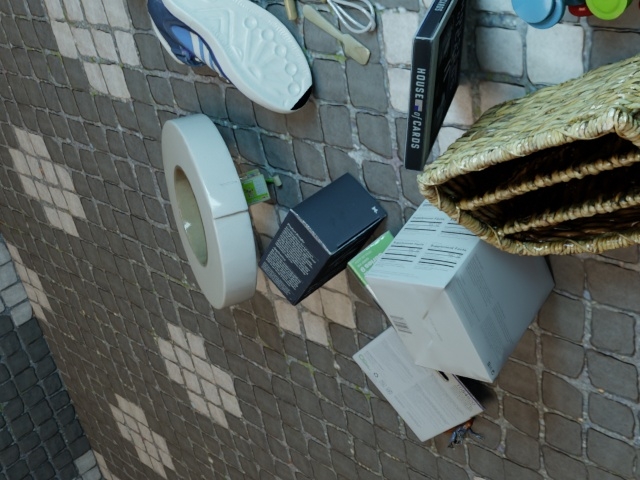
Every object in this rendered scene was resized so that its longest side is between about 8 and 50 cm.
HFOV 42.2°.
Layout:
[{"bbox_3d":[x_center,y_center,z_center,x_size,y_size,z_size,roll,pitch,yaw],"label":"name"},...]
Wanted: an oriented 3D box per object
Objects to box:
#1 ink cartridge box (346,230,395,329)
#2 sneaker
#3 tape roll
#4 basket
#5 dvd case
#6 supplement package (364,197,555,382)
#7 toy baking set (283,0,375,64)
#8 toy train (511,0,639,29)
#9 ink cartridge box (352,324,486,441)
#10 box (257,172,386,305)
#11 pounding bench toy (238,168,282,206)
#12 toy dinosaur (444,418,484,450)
[{"bbox_3d":[0.142,0.096,1.394,0.212,0.093,0.154,51,179,3],"label":"ink cartridge box"},{"bbox_3d":[-0.165,-0.337,1.452,0.323,0.130,0.236,42,168,-11],"label":"sneaker"},{"bbox_3d":[-0.224,-0.056,1.640,0.392,0.072,0.392,164,90,-72],"label":"tape roll"},{"bbox_3d":[0.307,-0.067,0.992,0.299,0.223,0.213,-15,110,47],"label":"basket"},{"bbox_3d":[0.151,-0.225,1.059,0.029,0.238,0.179,12,130,15],"label":"dvd case"},{"bbox_3d":[0.208,0.058,1.211,0.149,0.203,0.194,7,137,46],"label":"supplement package"},{"bbox_3d":[0.000,-0.394,1.264,0.197,0.030,0.256,20,132,39],"label":"toy baking set"},{"bbox_3d":[0.337,-0.276,0.874,0.248,0.143,0.105,14,128,43],"label":"toy train"},{"bbox_3d":[0.189,0.256,1.563,0.223,0.045,0.224,51,144,5],"label":"ink cartridge box"},{"bbox_3d":[0.000,0.000,1.482,0.108,0.153,0.207,48,143,11],"label":"box"},{"bbox_3d":[-0.121,-0.110,1.622,0.065,0.083,0.052,-128,20,-68],"label":"pounding bench toy"},{"bbox_3d":[0.262,0.359,1.571,0.090,0.047,0.082,39,124,38],"label":"toy dinosaur"}]
